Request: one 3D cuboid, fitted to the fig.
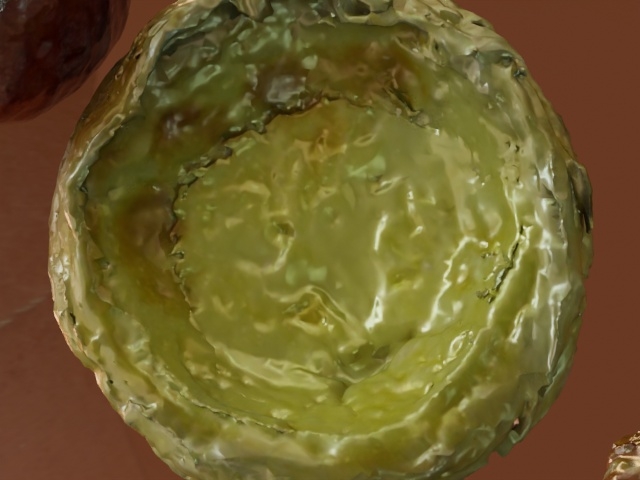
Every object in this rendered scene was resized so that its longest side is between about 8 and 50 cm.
[{"bbox_3d":[-0.125,-0.120,0.661,0.128,0.128,0.150,31,103,11],"label":"fig"}]

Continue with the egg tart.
[{"bbox_3d":[0.000,-0.001,0.650,0.213,0.090,0.212,-1,83,10],"label":"egg tart"}]

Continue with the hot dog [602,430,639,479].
[{"bbox_3d":[0.275,0.215,1.349,0.146,0.103,0.213,13,52,17],"label":"hot dog"}]
